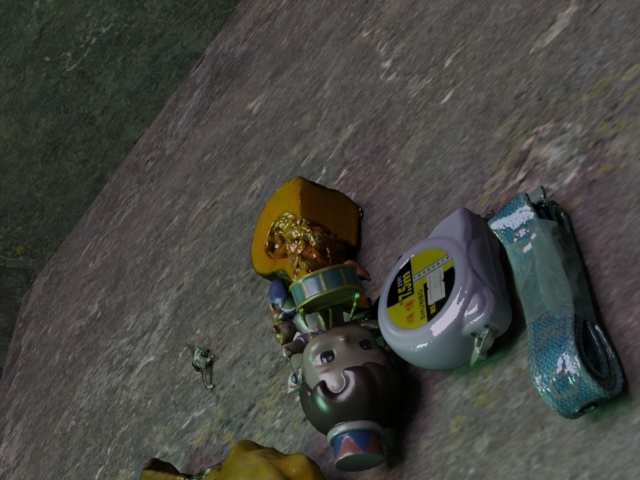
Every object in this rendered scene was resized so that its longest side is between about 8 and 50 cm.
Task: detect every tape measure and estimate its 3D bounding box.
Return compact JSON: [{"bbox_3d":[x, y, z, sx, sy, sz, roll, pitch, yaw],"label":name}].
[{"bbox_3d":[0.161,0.076,1.076,0.178,0.105,0.196,-32,41,35],"label":"tape measure"}]

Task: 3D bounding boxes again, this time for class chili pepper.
[{"bbox_3d":[0.074,0.114,1.230,0.182,0.050,0.073,-37,43,26],"label":"chili pepper"}]

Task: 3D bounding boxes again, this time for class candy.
[{"bbox_3d":[-0.232,0.441,1.450,0.271,0.101,0.143,-13,61,50],"label":"candy"}]

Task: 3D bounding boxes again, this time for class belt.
[{"bbox_3d":[0.256,0.056,0.932,0.072,0.087,0.302,-48,30,35],"label":"belt"}]

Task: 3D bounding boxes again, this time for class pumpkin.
[{"bbox_3d":[0.001,0.000,1.382,0.281,0.139,0.190,17,82,61],"label":"pumpkin"}]

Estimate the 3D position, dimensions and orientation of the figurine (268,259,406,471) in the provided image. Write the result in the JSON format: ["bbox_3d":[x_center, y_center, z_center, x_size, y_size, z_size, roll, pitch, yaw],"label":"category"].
[{"bbox_3d":[0.031,0.166,1.122,0.158,0.161,0.275,119,130,-68],"label":"figurine"}]

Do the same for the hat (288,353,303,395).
[{"bbox_3d":[0.002,0.187,1.291,0.122,0.081,0.166,-48,20,23],"label":"hat"}]

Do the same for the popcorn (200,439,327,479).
[{"bbox_3d":[-0.114,0.413,1.098,0.316,0.281,0.297,-46,12,8],"label":"popcorn"}]

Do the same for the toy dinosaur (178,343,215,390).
[{"bbox_3d":[-0.245,0.239,1.716,0.058,0.037,0.180,-56,28,5],"label":"toy dinosaur"}]
